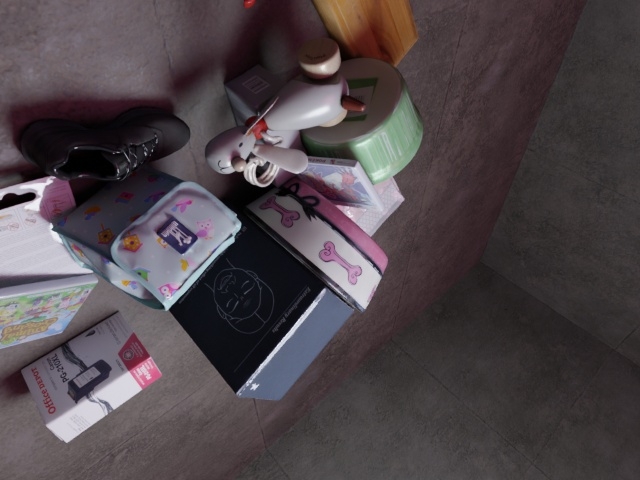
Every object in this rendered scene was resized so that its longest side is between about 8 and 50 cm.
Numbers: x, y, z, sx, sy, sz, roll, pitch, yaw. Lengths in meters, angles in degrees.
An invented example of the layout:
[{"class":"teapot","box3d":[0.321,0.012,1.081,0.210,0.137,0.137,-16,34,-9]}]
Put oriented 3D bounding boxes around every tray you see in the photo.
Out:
[{"class":"tray","box3d":[0.104,-0.554,1.021,0.203,0.076,0.411,-51,150,0]}]

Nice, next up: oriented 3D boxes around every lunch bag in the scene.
[{"class":"lunch bag","box3d":[-0.311,-0.009,0.820,0.223,0.262,0.160,-52,154,-33]}]

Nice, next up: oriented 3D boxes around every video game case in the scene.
[{"class":"video game case","box3d":[-0.569,0.145,0.840,0.193,0.023,0.212,-45,163,25]},{"class":"video game case","box3d":[0.037,-0.132,1.022,0.201,0.183,0.023,46,61,-55]}]

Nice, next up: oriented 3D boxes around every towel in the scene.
[{"class":"towel","box3d":[0.104,-0.130,1.396,0.332,0.053,0.317,-47,128,-11]}]

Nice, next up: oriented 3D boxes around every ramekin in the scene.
[{"class":"ramekin","box3d":[0.083,-0.291,1.052,0.303,0.303,0.148,-48,146,-6]}]

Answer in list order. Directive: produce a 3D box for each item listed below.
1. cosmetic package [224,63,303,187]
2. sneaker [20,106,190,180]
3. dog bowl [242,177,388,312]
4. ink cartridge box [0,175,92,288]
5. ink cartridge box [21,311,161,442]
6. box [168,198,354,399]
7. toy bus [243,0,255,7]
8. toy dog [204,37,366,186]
[{"class":"cosmetic package","box3d":[-0.119,-0.252,0.996,0.107,0.127,0.238,-39,149,-17]},{"class":"sneaker","box3d":[-0.355,-0.160,0.781,0.286,0.130,0.109,-26,139,-38]},{"class":"dog bowl","box3d":[0.000,0.000,1.130,0.150,0.408,0.408,-49,149,-3]},{"class":"ink cartridge box","box3d":[-0.534,-0.005,0.794,0.189,0.066,0.232,-27,133,-34]},{"class":"ink cartridge box","box3d":[-0.525,0.308,1.008,0.237,0.172,0.100,-34,145,-26]},{"class":"box","box3d":[-0.171,0.140,1.078,0.293,0.395,0.212,-49,149,-3]},{"class":"toy bus","box3d":[-0.146,-0.490,0.715,0.104,0.191,0.202,8,131,-14]},{"class":"toy dog","box3d":[-0.045,-0.225,0.844,0.334,0.161,0.220,-52,147,5]}]
